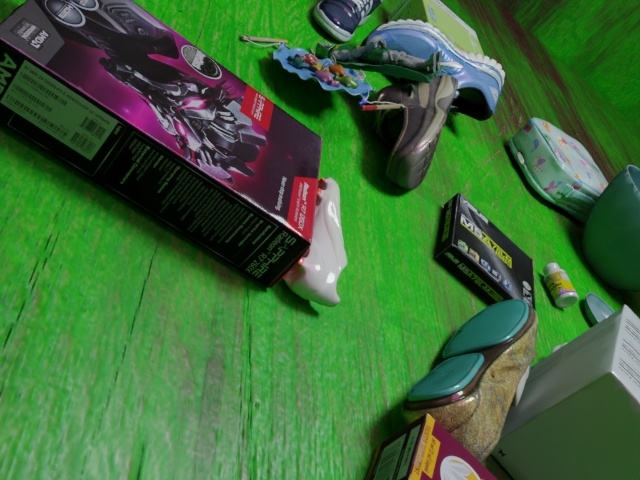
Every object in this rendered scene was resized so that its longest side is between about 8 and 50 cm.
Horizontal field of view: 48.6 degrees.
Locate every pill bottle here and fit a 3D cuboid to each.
[{"bbox_3d":[0.447,0.083,1.329,0.043,0.043,0.083,23,37,-34],"label":"pill bottle"}]

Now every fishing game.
[{"bbox_3d":[0.012,-0.285,1.166,0.264,0.041,0.189,36,27,24],"label":"fishing game"}]

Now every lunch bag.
[{"bbox_3d":[0.589,-0.166,1.730,0.279,0.108,0.224,20,42,-35],"label":"lunch bag"}]

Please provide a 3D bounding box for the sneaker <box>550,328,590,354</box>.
[{"bbox_3d":[0.481,0.264,1.054,0.305,0.152,0.114,55,30,13],"label":"sneaker"}]

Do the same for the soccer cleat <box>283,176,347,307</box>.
[{"bbox_3d":[0.000,0.000,0.871,0.076,0.068,0.196,37,38,-23],"label":"soccer cleat"}]

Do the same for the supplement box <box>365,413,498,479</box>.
[{"bbox_3d":[0.134,0.277,0.686,0.188,0.081,0.104,44,31,-4],"label":"supplement box"}]

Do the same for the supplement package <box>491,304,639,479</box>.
[{"bbox_3d":[0.352,0.224,0.901,0.149,0.194,0.203,48,31,5],"label":"supplement package"}]

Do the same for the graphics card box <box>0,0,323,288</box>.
[{"bbox_3d":[-0.167,-0.132,0.791,0.371,0.094,0.232,33,33,-19],"label":"graphics card box"}]

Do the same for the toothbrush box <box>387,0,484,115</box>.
[{"bbox_3d":[0.280,-0.459,1.685,0.206,0.122,0.283,32,34,-23],"label":"toothbrush box"}]

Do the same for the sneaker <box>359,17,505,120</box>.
[{"bbox_3d":[0.236,-0.347,1.481,0.330,0.130,0.147,18,60,-12],"label":"sneaker"}]

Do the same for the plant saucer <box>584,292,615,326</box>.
[{"bbox_3d":[0.558,0.158,1.397,0.119,0.021,0.119,31,34,-24],"label":"plant saucer"}]

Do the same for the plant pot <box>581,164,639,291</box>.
[{"bbox_3d":[0.708,0.002,1.591,0.290,0.195,0.290,31,34,-24],"label":"plant pot"}]

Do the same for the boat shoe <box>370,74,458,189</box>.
[{"bbox_3d":[0.151,-0.205,1.258,0.130,0.132,0.355,20,34,6],"label":"boat shoe"}]

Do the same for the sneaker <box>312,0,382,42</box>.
[{"bbox_3d":[0.082,-0.516,1.480,0.099,0.153,0.282,42,31,-6],"label":"sneaker"}]

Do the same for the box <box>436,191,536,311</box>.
[{"bbox_3d":[0.281,0.030,1.190,0.191,0.045,0.184,41,33,-10],"label":"box"}]

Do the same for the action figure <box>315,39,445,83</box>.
[{"bbox_3d":[0.098,-0.330,1.278,0.232,0.063,0.137,11,20,18],"label":"action figure"}]

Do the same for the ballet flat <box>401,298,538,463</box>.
[{"bbox_3d":[0.199,0.176,0.872,0.123,0.123,0.348,51,30,8],"label":"ballet flat"}]
